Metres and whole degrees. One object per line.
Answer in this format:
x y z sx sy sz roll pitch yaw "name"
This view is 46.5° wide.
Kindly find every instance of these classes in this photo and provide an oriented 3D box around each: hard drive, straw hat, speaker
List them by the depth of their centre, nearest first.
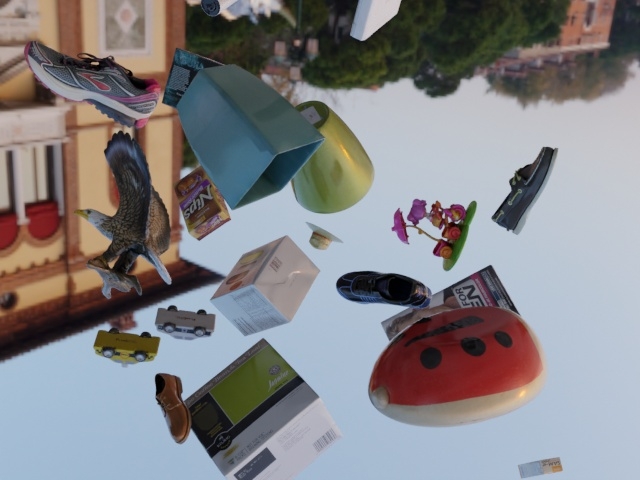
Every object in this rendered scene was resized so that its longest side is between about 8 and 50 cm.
0.175 -0.680 1.780 0.047 0.353 0.233 28 -137 12 "hard drive"
-0.231 -0.591 1.797 0.055 0.055 0.136 13 -138 23 "speaker"
0.000 0.000 2.420 0.144 0.061 0.144 28 175 3 "straw hat"

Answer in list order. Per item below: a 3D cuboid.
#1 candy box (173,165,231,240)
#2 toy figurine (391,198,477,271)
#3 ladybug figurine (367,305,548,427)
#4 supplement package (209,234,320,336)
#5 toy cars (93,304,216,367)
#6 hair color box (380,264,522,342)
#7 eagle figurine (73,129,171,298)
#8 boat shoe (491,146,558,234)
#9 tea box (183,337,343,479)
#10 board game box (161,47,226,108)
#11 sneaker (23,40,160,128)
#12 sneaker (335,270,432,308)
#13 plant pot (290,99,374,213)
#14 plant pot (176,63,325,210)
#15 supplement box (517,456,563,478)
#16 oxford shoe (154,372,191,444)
-0.313 -0.103 1.961 0.109 0.053 0.187 -33 -126 10 "candy box"
0.243 -0.037 1.670 0.159 0.173 0.130 21 -164 -5 "toy figurine"
0.290 0.250 1.564 0.449 0.162 0.305 -14 -159 -36 "ladybug figurine"
-0.147 0.122 1.991 0.203 0.149 0.194 -23 -153 45 "supplement package"
-0.501 0.300 2.280 0.393 0.087 0.176 -20 -135 -40 "toy cars"
0.361 0.229 2.046 0.347 0.174 0.105 -30 156 8 "hair color box"
-0.399 -0.049 1.562 0.225 0.298 0.226 36 151 -33 "eagle figurine"
0.415 -0.105 1.521 0.068 0.228 0.081 25 -134 9 "boat shoe"
-0.176 0.519 2.139 0.329 0.220 0.323 -37 -138 -12 "tea box"
-0.244 -0.322 1.587 0.186 0.126 0.026 24 -164 19 "board game box"
-0.498 -0.362 1.634 0.299 0.112 0.121 22 -150 -33 "sneaker"
0.127 0.101 1.647 0.232 0.082 0.090 4 165 30 "sneaker"
0.002 -0.276 2.286 0.274 0.294 0.275 -9 -126 13 "plant pot"
-0.149 -0.214 1.425 0.234 0.165 0.165 51 -144 9 "plant pot"
0.551 0.571 1.871 0.062 0.036 0.098 -1 158 -23 "supplement box"
-0.389 0.430 1.914 0.076 0.076 0.212 34 -161 -44 "oxford shoe"
